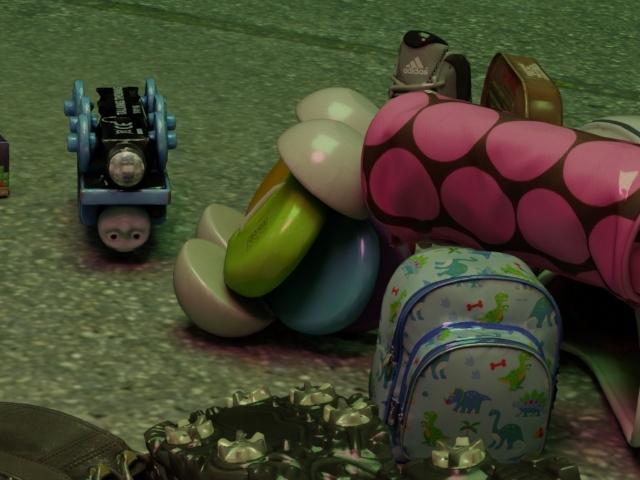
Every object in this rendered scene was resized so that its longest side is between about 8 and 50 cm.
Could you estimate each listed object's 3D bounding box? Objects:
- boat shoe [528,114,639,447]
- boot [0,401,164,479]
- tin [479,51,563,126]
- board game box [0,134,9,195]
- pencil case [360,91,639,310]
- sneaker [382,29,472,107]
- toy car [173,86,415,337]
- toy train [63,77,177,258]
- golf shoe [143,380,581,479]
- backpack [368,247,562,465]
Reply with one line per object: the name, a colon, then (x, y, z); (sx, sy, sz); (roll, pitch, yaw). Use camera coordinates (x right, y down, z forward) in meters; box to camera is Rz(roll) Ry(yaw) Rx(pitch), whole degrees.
boat shoe: (0.175, 0.024, 1.123); (0.157, 0.135, 0.367); (-2, 30, -8)
boot: (-0.139, 0.135, 0.781); (0.263, 0.091, 0.229); (17, 19, 25)
tin: (0.164, -0.093, 1.460); (0.040, 0.106, 0.189); (3, 20, -5)
board game box: (-0.345, -0.071, 1.376); (0.170, 0.048, 0.141); (-6, 21, -26)
pencil case: (0.124, -0.021, 1.019); (0.209, 0.098, 0.095); (18, 11, 42)
sneaker: (0.058, -0.102, 1.421); (0.086, 0.132, 0.229); (14, 21, 26)
toy car: (0.000, 0.000, 1.149); (0.136, 0.159, 0.182); (40, 18, -7)
toy train: (-0.145, -0.055, 1.288); (0.080, 0.105, 0.184); (-2, 20, -9)
golf shoe: (0.007, 0.137, 0.782); (0.105, 0.120, 0.273); (-14, 16, -31)
backpack: (0.084, 0.067, 0.975); (0.105, 0.114, 0.084); (2, 19, -9)
